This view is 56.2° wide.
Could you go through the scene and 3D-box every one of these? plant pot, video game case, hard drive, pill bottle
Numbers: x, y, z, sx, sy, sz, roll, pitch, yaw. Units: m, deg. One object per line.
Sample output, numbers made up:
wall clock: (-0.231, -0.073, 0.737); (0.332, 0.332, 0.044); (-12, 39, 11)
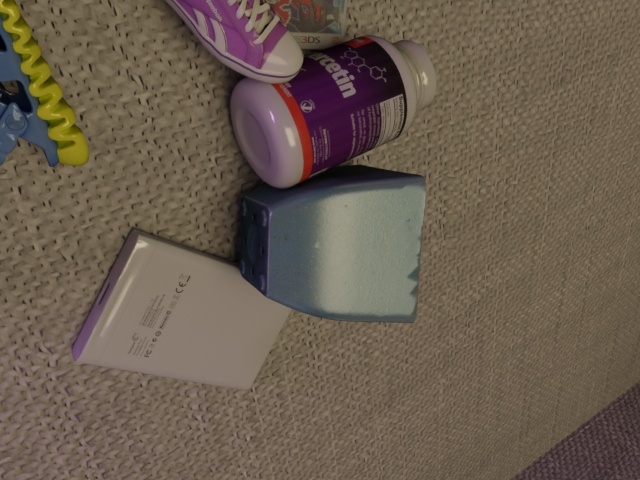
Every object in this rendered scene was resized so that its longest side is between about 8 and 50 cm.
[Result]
plant pot: (0.000, 0.000, 1.025); (0.253, 0.247, 0.247); (-2, 102, -24)
video game case: (-0.032, -0.406, 0.948); (0.184, 0.023, 0.201); (-11, 118, -33)
hard drive: (-0.222, 0.138, 1.069); (0.353, 0.047, 0.232); (23, 97, -41)
pill bottle: (0.028, -0.222, 0.981); (0.323, 0.181, 0.181); (-28, 126, -23)

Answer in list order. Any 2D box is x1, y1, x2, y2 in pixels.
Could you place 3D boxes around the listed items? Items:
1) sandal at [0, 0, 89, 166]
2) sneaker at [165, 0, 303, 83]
sandal: (-0.401, -0.207, 0.714); (0.138, 0.126, 0.317); (-28, 125, -18)
sneaker: (-0.114, -0.325, 0.772); (0.282, 0.161, 0.102); (36, 64, -21)
